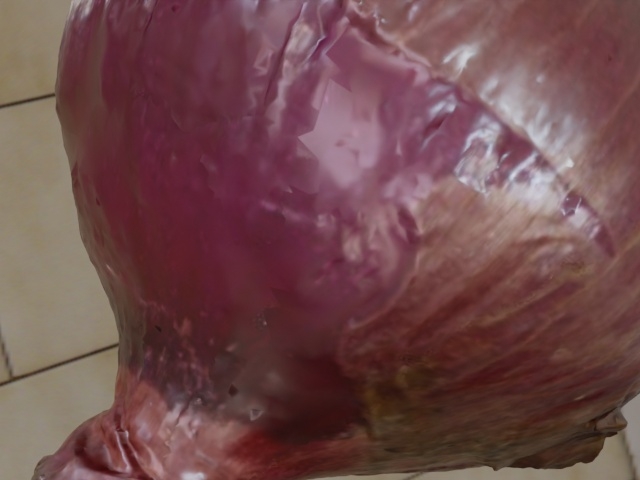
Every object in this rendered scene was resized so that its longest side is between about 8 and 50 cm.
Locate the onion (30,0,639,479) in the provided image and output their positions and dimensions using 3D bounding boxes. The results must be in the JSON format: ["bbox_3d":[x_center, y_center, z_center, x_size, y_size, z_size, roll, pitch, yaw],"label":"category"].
[{"bbox_3d":[0.000,0.000,0.587,0.348,0.347,0.385,45,70,-19],"label":"onion"}]
